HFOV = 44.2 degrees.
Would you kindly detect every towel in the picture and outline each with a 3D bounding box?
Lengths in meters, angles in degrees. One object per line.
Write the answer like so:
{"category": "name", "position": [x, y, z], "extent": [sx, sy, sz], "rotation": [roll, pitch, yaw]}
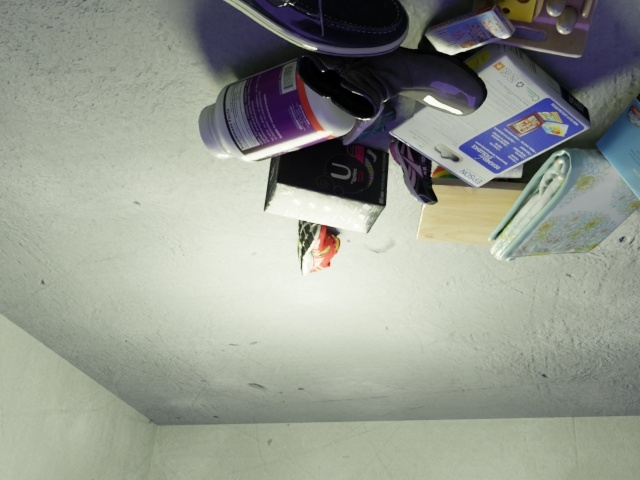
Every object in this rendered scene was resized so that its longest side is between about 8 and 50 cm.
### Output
{"category": "towel", "position": [0.609, -0.085, 1.876], "extent": [0.320, 0.090, 0.374], "rotation": [-5, 148, -26]}

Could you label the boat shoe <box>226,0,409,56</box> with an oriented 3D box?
{"category": "boat shoe", "position": [-0.054, -0.469, 1.355], "extent": [0.500, 0.187, 0.156], "rotation": [23, 151, -18]}

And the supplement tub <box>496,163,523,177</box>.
{"category": "supplement tub", "position": [0.419, -0.182, 1.859], "extent": [0.107, 0.071, 0.071], "rotation": [3, 149, 6]}

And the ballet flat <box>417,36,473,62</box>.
{"category": "ballet flat", "position": [0.270, -0.361, 1.606], "extent": [0.173, 0.049, 0.057], "rotation": [18, 147, -21]}

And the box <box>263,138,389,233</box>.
{"category": "box", "position": [0.015, -0.141, 1.896], "extent": [0.270, 0.165, 0.143], "rotation": [11, 149, -11]}

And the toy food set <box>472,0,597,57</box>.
{"category": "toy food set", "position": [0.374, -0.446, 1.359], "extent": [0.220, 0.092, 0.306], "rotation": [13, 152, 12]}

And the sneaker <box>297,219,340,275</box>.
{"category": "sneaker", "position": [0.000, 0.000, 2.228], "extent": [0.118, 0.107, 0.279], "rotation": [-10, 154, -11]}

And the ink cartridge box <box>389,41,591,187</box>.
{"category": "ink cartridge box", "position": [0.358, -0.259, 1.677], "extent": [0.303, 0.072, 0.307], "rotation": [27, 142, -35]}

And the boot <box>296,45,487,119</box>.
{"category": "boot", "position": [0.133, -0.286, 1.487], "extent": [0.338, 0.223, 0.118], "rotation": [25, 134, 7]}

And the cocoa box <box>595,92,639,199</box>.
{"category": "cocoa box", "position": [0.758, -0.145, 1.549], "extent": [0.231, 0.347, 0.228], "rotation": [21, 122, -25]}

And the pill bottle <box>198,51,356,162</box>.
{"category": "pill bottle", "position": [-0.096, -0.274, 1.680], "extent": [0.323, 0.181, 0.181], "rotation": [-14, 144, 29]}

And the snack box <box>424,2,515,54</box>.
{"category": "snack box", "position": [0.277, -0.391, 1.477], "extent": [0.064, 0.022, 0.178], "rotation": [45, 155, -25]}

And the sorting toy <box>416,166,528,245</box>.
{"category": "sorting toy", "position": [0.384, -0.095, 1.992], "extent": [0.257, 0.089, 0.255], "rotation": [4, 149, 2]}

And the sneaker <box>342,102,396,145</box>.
{"category": "sneaker", "position": [0.111, -0.258, 1.792], "extent": [0.076, 0.065, 0.166], "rotation": [18, 148, -27]}

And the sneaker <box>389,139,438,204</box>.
{"category": "sneaker", "position": [0.231, -0.167, 1.837], "extent": [0.077, 0.178, 0.072], "rotation": [-31, 176, 31]}
